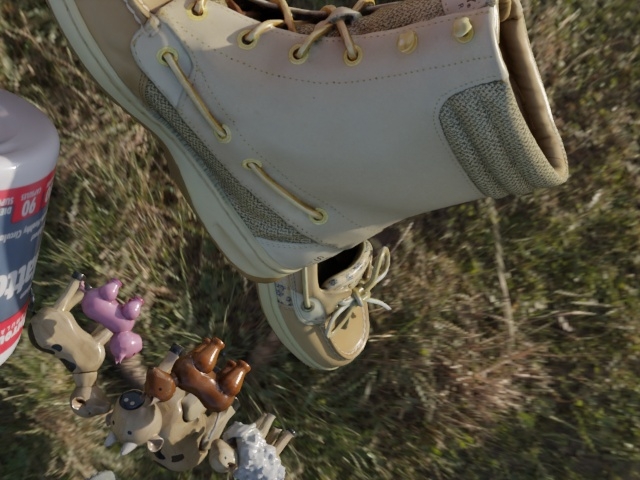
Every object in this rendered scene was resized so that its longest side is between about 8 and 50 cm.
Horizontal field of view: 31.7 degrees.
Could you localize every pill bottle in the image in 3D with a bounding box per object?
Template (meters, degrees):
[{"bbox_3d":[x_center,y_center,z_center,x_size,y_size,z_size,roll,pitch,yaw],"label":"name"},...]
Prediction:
[{"bbox_3d":[-0.205,0.014,0.589,0.108,0.108,0.180,17,117,-3],"label":"pill bottle"}]

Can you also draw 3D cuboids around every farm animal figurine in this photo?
[{"bbox_3d":[-0.234,0.212,1.507,0.330,0.326,0.172,19,63,39],"label":"farm animal figurine"}]

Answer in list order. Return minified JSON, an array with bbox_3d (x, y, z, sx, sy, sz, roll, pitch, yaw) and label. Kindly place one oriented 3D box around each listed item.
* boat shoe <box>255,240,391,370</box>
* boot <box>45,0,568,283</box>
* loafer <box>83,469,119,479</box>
[{"bbox_3d":[0.000,0.000,0.933,0.089,0.285,0.104,5,43,28],"label":"boat shoe"},{"bbox_3d":[-0.008,-0.106,0.564,0.203,0.095,0.262,-17,118,29],"label":"boot"},{"bbox_3d":[-0.286,0.397,1.545,0.094,0.251,0.087,-28,64,-11],"label":"loafer"}]
